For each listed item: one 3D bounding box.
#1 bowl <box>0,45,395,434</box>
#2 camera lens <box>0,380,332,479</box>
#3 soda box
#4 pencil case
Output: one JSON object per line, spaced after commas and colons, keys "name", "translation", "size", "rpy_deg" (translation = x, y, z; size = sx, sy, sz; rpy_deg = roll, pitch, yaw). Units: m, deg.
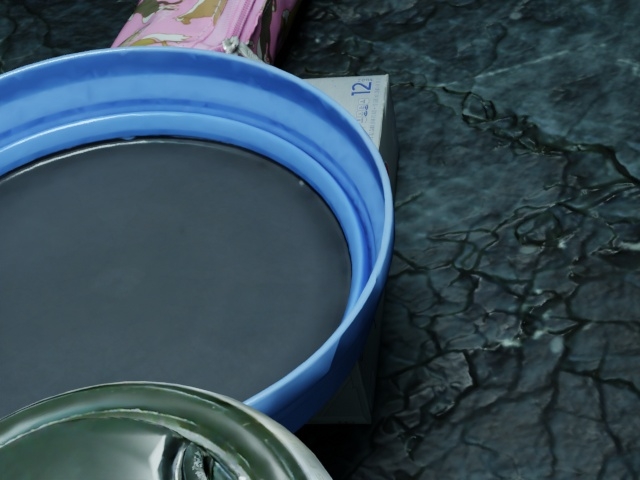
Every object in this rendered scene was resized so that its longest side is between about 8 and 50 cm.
{"name": "bowl", "translation": [-0.143, 0.013, 0.880], "size": [0.391, 0.077, 0.391], "rpy_deg": [-3, 44, 3]}
{"name": "camera lens", "translation": [-0.073, 0.216, 0.593], "size": [0.219, 0.274, 0.219], "rpy_deg": [-7, 47, 8]}
{"name": "soda box", "translation": [0.000, 0.000, 0.998], "size": [0.098, 0.091, 0.286], "rpy_deg": [-2, 49, 11]}
{"name": "pencil case", "translation": [-0.082, -0.226, 1.180], "size": [0.167, 0.160, 0.386], "rpy_deg": [4, 49, 18]}
